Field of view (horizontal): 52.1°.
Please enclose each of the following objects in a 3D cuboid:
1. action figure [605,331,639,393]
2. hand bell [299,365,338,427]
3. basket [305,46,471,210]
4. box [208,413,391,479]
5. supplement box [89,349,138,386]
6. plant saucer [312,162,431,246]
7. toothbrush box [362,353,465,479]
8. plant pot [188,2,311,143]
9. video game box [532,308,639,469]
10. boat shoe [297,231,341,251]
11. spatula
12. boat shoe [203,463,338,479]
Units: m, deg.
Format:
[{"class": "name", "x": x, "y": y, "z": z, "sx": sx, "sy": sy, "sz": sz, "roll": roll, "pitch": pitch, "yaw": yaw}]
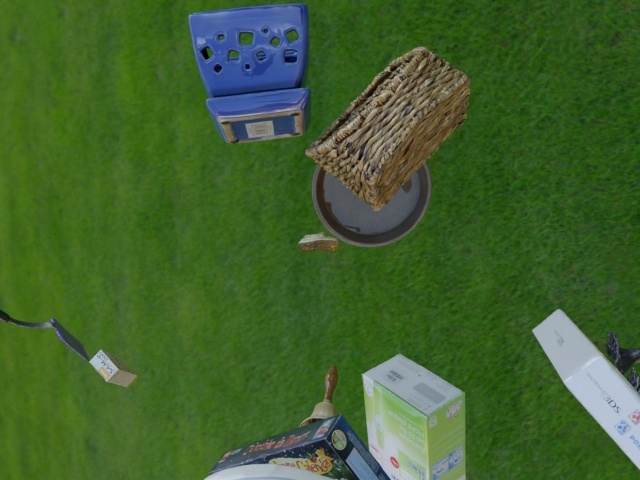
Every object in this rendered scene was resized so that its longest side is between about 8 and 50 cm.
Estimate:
[{"class": "action figure", "x": 0.581, "y": 0.171, "z": 0.958, "sx": 0.164, "sy": 0.275, "sz": 0.141, "roll": -97, "pitch": -5, "yaw": -49}, {"class": "hand bell", "x": 0.021, "y": 0.465, "z": 1.925, "sx": 0.126, "sy": 0.126, "sz": 0.242, "roll": -52, "pitch": 14, "yaw": 35}, {"class": "basket", "x": 0.121, "y": -0.252, "z": 1.298, "sx": 0.223, "sy": 0.213, "sz": 0.299, "roll": 42, "pitch": 83, "yaw": 19}, {"class": "box", "x": -0.016, "y": 0.315, "z": 0.814, "sx": 0.233, "sy": 0.044, "sz": 0.159, "roll": -31, "pitch": 99, "yaw": 40}, {"class": "supplement box", "x": -0.437, "y": 0.272, "z": 1.390, "sx": 0.062, "sy": 0.098, "sz": 0.036, "roll": 41, "pitch": 82, "yaw": 19}, {"class": "plant saucer", "x": 0.118, "y": -0.122, "z": 1.524, "sx": 0.041, "sy": 0.277, "sz": 0.278, "roll": -101, "pitch": 20, "yaw": -76}, {"class": "toothbrush box", "x": 0.211, "y": 0.431, "z": 1.466, "sx": 0.206, "sy": 0.122, "sz": 0.283, "roll": 27, "pitch": 131, "yaw": 49}, {"class": "plant pot", "x": -0.130, "y": -0.327, "z": 1.340, "sx": 0.236, "sy": 0.236, "sz": 0.212, "roll": 100, "pitch": 162, "yaw": -81}, {"class": "video game box", "x": 0.297, "y": 0.167, "z": 0.640, "sx": 0.048, "sy": 0.205, "sz": 0.187, "roll": -40, "pitch": 87, "yaw": 11}, {"class": "boat shoe", "x": 0.000, "y": 0.000, "z": 1.779, "sx": 0.135, "sy": 0.045, "sz": 0.050, "roll": -1, "pitch": 137, "yaw": 34}, {"class": "spatula", "x": -0.519, "y": 0.139, "z": 1.139, "sx": 0.030, "sy": 0.296, "sz": 0.084, "roll": -53, "pitch": 42, "yaw": -1}, {"class": "boat shoe", "x": -0.010, "y": 0.230, "z": 0.517, "sx": 0.063, "sy": 0.184, "sz": 0.066, "roll": -89, "pitch": 18, "yaw": -64}]
